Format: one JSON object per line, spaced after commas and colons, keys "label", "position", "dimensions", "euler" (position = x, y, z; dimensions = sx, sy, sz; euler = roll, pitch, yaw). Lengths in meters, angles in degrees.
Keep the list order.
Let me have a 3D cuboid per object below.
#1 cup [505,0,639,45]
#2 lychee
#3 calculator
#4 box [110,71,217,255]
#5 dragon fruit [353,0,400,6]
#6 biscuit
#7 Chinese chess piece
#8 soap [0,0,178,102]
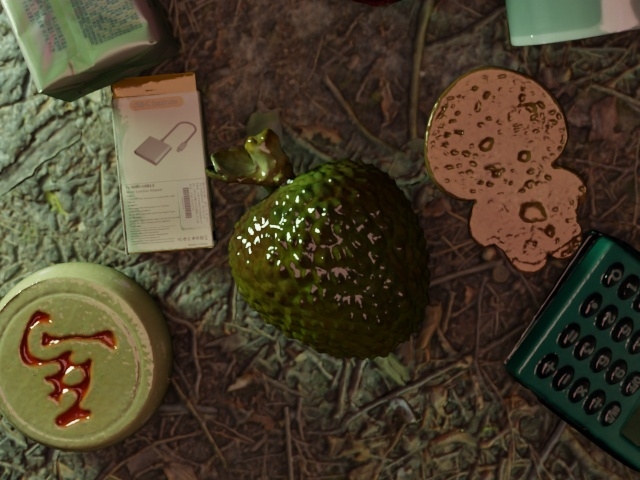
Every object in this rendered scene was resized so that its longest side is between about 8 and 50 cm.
{"label": "cup", "position": [0.390, -0.411, 1.817], "dimensions": [0.356, 0.259, 0.275], "euler": [-16, 101, -26]}
{"label": "lychee", "position": [0.006, 0.010, 1.882], "dimensions": [0.270, 0.270, 0.320], "euler": [-23, 69, 7]}
{"label": "calculator", "position": [0.408, 0.147, 1.911], "dimensions": [0.274, 0.058, 0.248], "euler": [37, 87, -16]}
{"label": "box", "position": [-0.218, -0.107, 2.002], "dimensions": [0.129, 0.033, 0.247], "euler": [-4, 96, 6]}
{"label": "dragon fruit", "position": [0.089, -0.402, 1.853], "dimensions": [0.274, 0.193, 0.192], "euler": [-5, 141, 27]}
{"label": "biscuit", "position": [0.259, -0.097, 1.955], "dimensions": [0.202, 0.044, 0.289], "euler": [-29, 95, 8]}
{"label": "Chinese chess piece", "position": [-0.338, 0.163, 2.008], "dimensions": [0.273, 0.102, 0.273], "euler": [1, 97, 5]}
{"label": "soap", "position": [-0.314, -0.308, 1.922], "dimensions": [0.182, 0.138, 0.199], "euler": [-24, 84, 8]}
